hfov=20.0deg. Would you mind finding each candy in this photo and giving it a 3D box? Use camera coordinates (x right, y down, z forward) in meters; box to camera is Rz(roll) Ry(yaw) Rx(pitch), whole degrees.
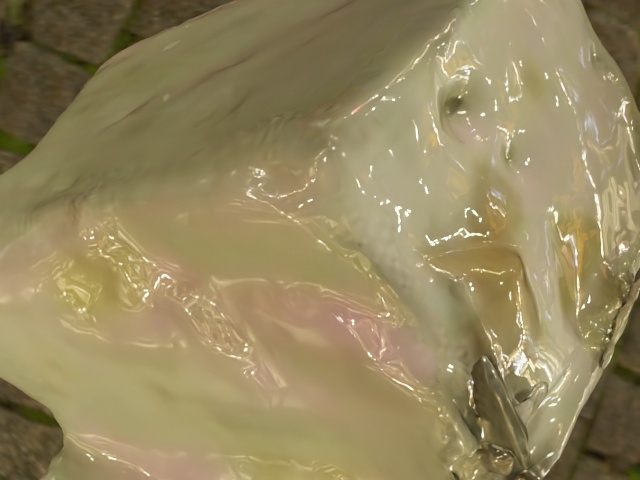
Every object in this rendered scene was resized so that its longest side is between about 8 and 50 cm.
[{"bbox_3d":[0.000,0.000,0.591,0.185,0.195,0.137,-51,120,-44],"label":"candy"}]
